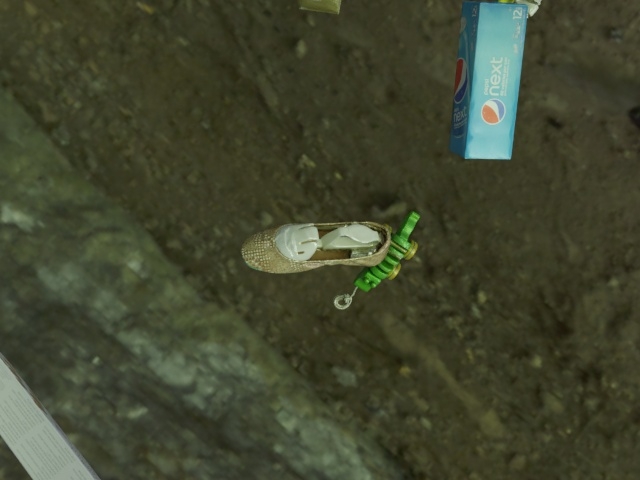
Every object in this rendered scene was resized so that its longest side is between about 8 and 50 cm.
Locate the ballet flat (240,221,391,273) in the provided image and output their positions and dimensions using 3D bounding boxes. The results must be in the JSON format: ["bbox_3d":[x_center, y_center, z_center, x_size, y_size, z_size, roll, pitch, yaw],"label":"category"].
[{"bbox_3d":[0.000,0.000,1.199,0.067,0.206,0.073,128,131,-56],"label":"ballet flat"}]

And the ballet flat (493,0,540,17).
[{"bbox_3d":[0.331,-0.410,1.534,0.077,0.077,0.231,36,177,8],"label":"ballet flat"}]

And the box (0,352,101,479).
[{"bbox_3d":[-0.399,0.270,1.284,0.324,0.067,0.063,42,165,25],"label":"box"}]

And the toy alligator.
[{"bbox_3d":[0.079,0.040,1.299,0.056,0.189,0.051,33,-158,-14],"label":"toy alligator"}]

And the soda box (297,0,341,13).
[{"bbox_3d":[-0.004,-0.359,1.192,0.058,0.061,0.181,8,171,6],"label":"soda box"}]

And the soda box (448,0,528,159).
[{"bbox_3d":[0.229,-0.220,1.270,0.067,0.071,0.210,-131,43,-70],"label":"soda box"}]
